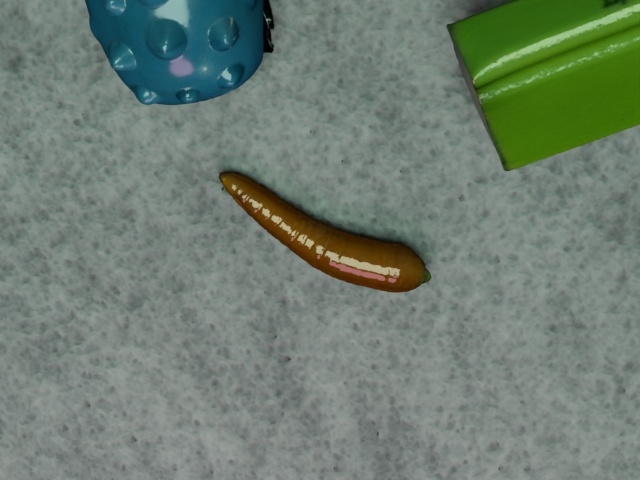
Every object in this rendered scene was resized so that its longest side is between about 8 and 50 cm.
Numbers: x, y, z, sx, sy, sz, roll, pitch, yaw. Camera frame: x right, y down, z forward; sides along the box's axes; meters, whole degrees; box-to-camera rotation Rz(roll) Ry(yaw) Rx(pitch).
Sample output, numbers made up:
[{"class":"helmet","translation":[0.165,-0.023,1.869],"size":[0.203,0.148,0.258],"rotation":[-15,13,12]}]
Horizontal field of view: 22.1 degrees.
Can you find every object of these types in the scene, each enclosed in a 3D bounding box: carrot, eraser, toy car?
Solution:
[{"class":"carrot","translation":[-0.001,0.000,1.881],"size":[0.271,0.062,0.066],"rotation":[21,146,-2]},{"class":"eraser","translation":[0.285,-0.193,1.711],"size":[0.274,0.092,0.210],"rotation":[-18,148,10]},{"class":"toy car","translation":[-0.155,-0.255,1.702],"size":[0.188,0.190,0.255],"rotation":[-9,111,8]}]
